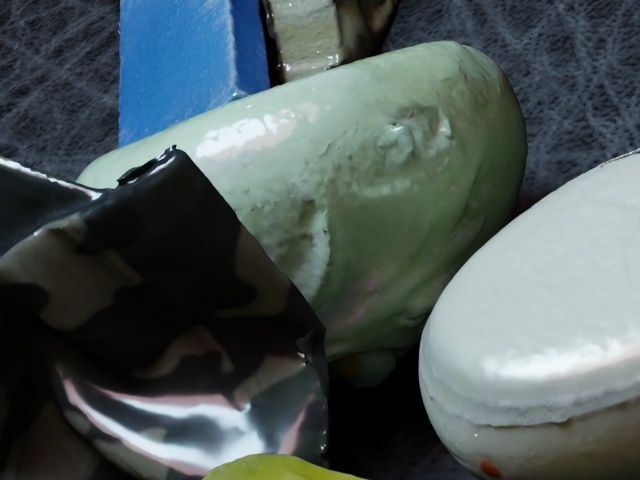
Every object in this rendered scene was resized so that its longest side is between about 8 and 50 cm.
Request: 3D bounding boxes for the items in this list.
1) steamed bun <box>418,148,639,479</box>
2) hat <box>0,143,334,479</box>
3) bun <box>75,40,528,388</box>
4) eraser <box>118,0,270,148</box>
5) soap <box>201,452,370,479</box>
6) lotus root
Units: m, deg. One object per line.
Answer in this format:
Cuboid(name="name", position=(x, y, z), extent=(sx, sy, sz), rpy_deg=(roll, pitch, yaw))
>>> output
Cuboid(name="steamed bun", position=(0.164, 0.053, 0.748), extent=(0.228, 0.130, 0.177), rpy_deg=(-31, 34, -1))
Cuboid(name="hat", position=(-0.194, 0.112, 0.780), extent=(0.382, 0.257, 0.366), rpy_deg=(21, 78, 42))
Cuboid(name="bun", position=(0.000, 0.000, 0.878), extent=(0.283, 0.179, 0.283), rpy_deg=(-18, 0, 0))
Cuboid(name="eraser", position=(-0.107, -0.159, 1.209), extent=(0.144, 0.042, 0.312), rpy_deg=(-40, 35, 25))
Cuboid(name="soap", position=(0.004, 0.278, 0.549), extent=(0.306, 0.115, 0.427), rpy_deg=(12, 60, 16))
Cuboid(name="lotus root", position=(0.006, -0.248, 1.189), extent=(0.074, 0.260, 0.170), rpy_deg=(-7, 10, 29))
